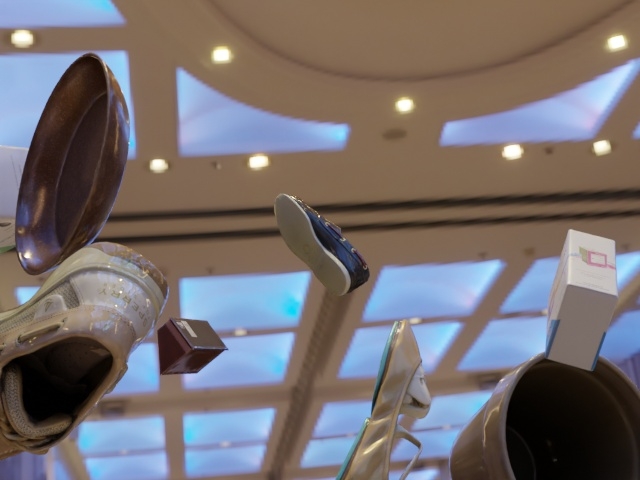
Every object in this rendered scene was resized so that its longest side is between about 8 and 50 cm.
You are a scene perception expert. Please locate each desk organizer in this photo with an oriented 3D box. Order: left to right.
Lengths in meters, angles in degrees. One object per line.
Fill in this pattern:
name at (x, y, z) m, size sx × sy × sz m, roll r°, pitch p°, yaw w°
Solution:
desk organizer at (-0.158, 0.125, 1.318) m, size 0.050 × 0.047 × 0.130 m, roll -40°, pitch -13°, yaw 6°

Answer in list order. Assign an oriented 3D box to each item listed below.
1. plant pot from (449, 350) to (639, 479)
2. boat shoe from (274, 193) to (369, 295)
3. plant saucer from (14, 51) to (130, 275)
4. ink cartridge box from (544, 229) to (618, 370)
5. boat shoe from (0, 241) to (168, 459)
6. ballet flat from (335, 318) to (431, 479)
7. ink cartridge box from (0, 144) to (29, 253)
plant pot at (0.368, 0.370, 1.930) m, size 0.323 × 0.323 × 0.280 m, roll 5°, pitch -20°, yaw -25°
boat shoe at (-0.001, 0.001, 1.185) m, size 0.042 × 0.133 × 0.049 m, roll -20°, pitch -29°, yaw -40°
plant saucer at (-0.212, -0.063, 0.978) m, size 0.036 × 0.199 × 0.198 m, roll 17°, pitch -31°, yaw -31°
ink cartridge box at (0.259, 0.057, 1.123) m, size 0.052 × 0.122 × 0.089 m, roll 15°, pitch -62°, yaw 7°
boat shoe at (-0.231, 0.115, 0.904) m, size 0.109 × 0.098 × 0.302 m, roll 37°, pitch -50°, yaw -19°
ballet flat at (0.077, 0.190, 1.177) m, size 0.073 × 0.232 × 0.080 m, roll 18°, pitch -33°, yaw 8°
ink cartridge box at (-0.421, -0.040, 1.226) m, size 0.160 × 0.093 × 0.219 m, roll -24°, pitch -14°, yaw 34°
